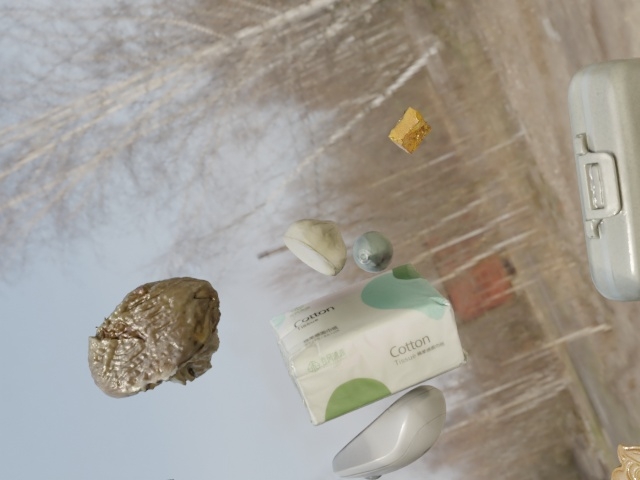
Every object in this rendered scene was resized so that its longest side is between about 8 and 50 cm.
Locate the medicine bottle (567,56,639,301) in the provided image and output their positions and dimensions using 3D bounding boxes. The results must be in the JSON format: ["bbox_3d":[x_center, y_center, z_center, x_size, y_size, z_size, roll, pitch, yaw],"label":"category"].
[{"bbox_3d":[0.506,-0.099,1.532,0.282,0.123,0.374,-11,-85,-42],"label":"medicine bottle"}]

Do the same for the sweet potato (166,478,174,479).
[{"bbox_3d":[-0.447,0.617,2.133,0.337,0.131,0.131,-1,-117,-47],"label":"sweet potato"}]

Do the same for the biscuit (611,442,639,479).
[{"bbox_3d":[0.635,0.475,1.882,0.162,0.250,0.035,27,-162,31],"label":"biscuit"}]

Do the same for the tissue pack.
[{"bbox_3d":[0.097,0.212,2.068,0.266,0.357,0.193,-129,19,-70],"label":"tissue pack"}]

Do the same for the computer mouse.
[{"bbox_3d":[0.161,0.431,2.089,0.121,0.297,0.184,49,-160,16],"label":"computer mouse"}]

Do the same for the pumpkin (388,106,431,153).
[{"bbox_3d":[0.169,-0.214,1.883,0.054,0.074,0.083,43,-175,23],"label":"pumpkin"}]

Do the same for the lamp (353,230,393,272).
[{"bbox_3d":[0.133,0.029,2.449,0.105,0.105,0.105,-24,-90,-82],"label":"lamp"}]

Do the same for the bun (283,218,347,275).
[{"bbox_3d":[0.000,0.000,1.953,0.138,0.094,0.138,31,165,10],"label":"bun"}]

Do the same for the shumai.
[{"bbox_3d":[-0.365,0.227,2.295,0.217,0.346,0.283,44,-179,10],"label":"shumai"}]
